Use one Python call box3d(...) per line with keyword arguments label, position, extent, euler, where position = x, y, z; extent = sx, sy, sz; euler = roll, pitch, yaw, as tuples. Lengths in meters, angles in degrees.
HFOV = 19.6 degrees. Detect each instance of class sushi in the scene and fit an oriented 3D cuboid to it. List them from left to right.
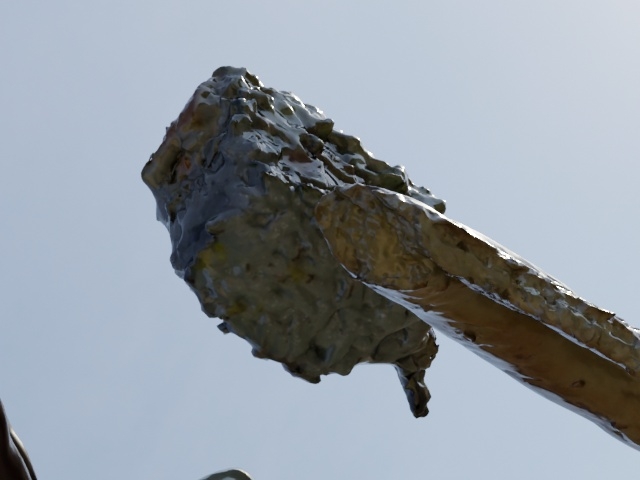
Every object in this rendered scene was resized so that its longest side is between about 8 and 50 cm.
box3d(label="sushi", position=(0.000, 0.000, 1.326), extent=(0.139, 0.274, 0.184), euler=(-53, 18, 22))

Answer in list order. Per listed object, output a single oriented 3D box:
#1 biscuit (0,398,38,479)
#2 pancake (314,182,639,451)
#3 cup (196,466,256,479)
box3d(label="biscuit", position=(-0.212, 0.003, 0.690), extent=(0.091, 0.407, 0.407), euler=(-29, -37, -18))
box3d(label="pancake", position=(0.139, 0.065, 0.850), extent=(0.266, 0.244, 0.057), euler=(28, -88, -46))
box3d(label="cup", position=(-0.144, 0.229, 1.124), extent=(0.258, 0.186, 0.234), euler=(-44, -21, 1))
